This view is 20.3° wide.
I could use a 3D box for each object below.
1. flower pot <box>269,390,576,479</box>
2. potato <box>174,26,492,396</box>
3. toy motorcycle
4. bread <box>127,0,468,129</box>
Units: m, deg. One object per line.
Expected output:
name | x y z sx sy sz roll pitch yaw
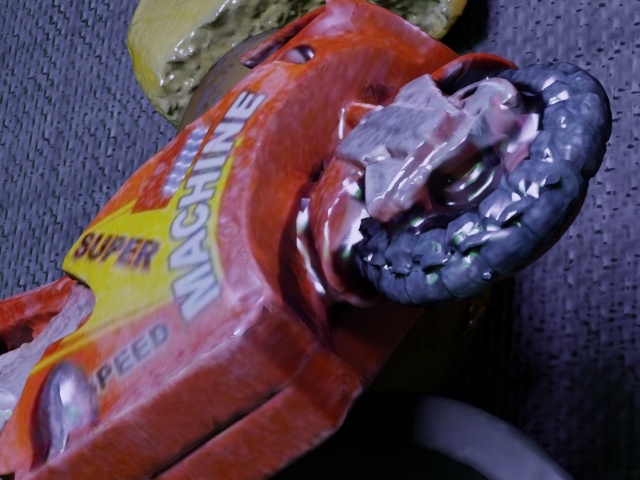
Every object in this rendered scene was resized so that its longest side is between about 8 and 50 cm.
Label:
flower pot | 0.038 0.180 0.566 0.235 0.148 0.235 -22 53 32
potato | 0.000 0.000 0.705 0.137 0.137 0.176 -22 42 33
toy motorcycle | -0.036 0.024 0.557 0.298 0.089 0.171 -34 32 21
bread | -0.013 -0.112 0.801 0.156 0.086 0.125 -36 39 20
